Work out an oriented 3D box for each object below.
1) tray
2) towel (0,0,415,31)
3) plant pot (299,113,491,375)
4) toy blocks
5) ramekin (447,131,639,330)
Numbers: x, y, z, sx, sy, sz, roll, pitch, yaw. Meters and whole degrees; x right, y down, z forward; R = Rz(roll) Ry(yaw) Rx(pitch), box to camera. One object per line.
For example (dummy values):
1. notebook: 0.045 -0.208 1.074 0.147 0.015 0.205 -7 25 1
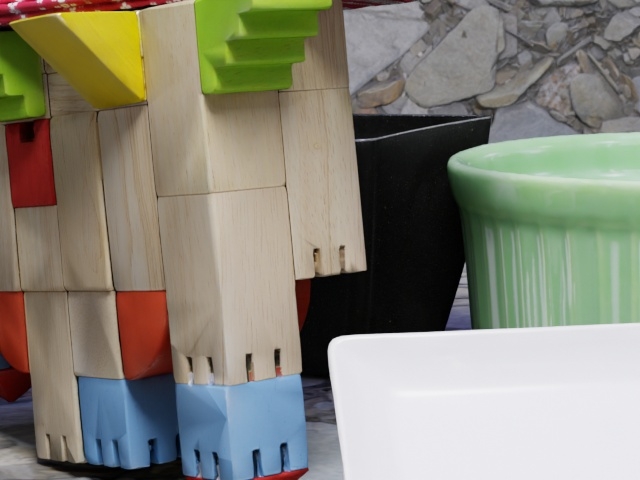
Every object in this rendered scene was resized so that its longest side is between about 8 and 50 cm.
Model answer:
1. tray: 0.143 0.103 0.941 0.270 0.030 0.145 -2 44 -4
2. towel: -0.050 -0.140 1.064 0.275 0.031 0.199 -4 2 22
3. plant pot: 0.000 0.000 1.353 0.187 0.167 0.188 3 11 31
4. toy blocks: -0.103 0.010 1.081 0.191 0.260 0.381 -7 4 -38
5. ramekin: 0.236 0.016 1.274 0.304 0.148 0.303 -1 9 0
